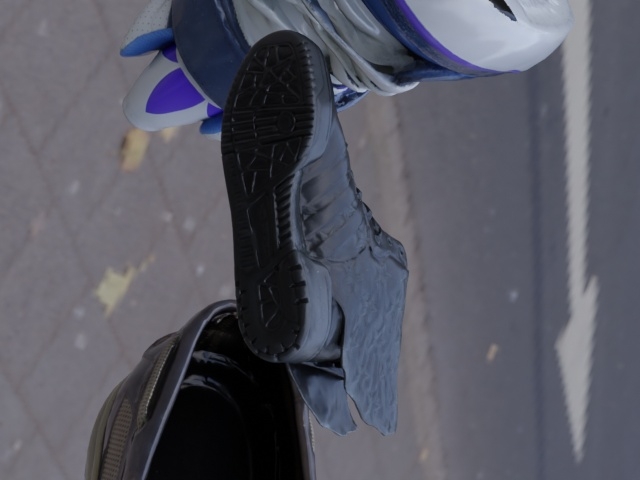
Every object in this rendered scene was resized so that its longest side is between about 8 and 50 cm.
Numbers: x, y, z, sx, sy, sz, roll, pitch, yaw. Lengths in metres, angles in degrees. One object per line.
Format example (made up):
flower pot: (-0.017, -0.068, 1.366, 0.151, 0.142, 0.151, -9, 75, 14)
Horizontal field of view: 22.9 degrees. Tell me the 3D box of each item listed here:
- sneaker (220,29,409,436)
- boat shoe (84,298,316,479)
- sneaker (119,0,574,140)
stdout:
sneaker: (0.002, 0.000, 0.692, 0.089, 0.051, 0.170, 12, 75, -55)
boat shoe: (-0.059, 0.170, 0.754, 0.355, 0.132, 0.130, -100, -155, -44)
sneaker: (-0.006, -0.103, 0.807, 0.236, 0.130, 0.323, -35, -165, 17)
